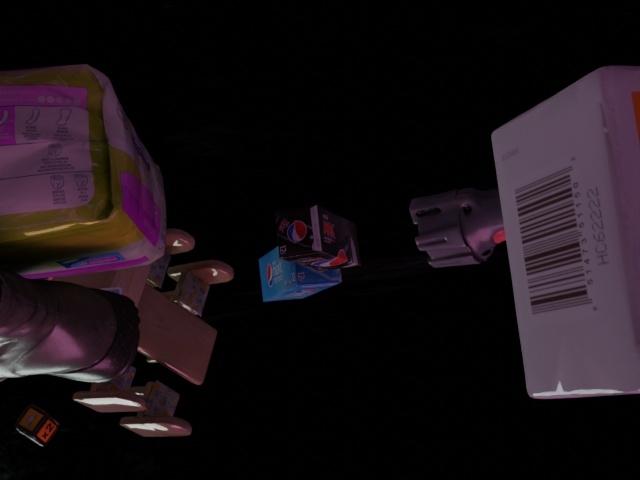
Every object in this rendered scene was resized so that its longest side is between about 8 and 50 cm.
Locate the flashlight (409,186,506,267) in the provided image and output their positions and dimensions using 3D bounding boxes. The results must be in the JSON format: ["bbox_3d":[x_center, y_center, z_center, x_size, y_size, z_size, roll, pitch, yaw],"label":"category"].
[{"bbox_3d":[0.256,-0.025,0.959,0.304,0.103,0.103,-12,172,31],"label":"flashlight"}]

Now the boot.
[{"bbox_3d":[-0.253,0.048,0.570,0.247,0.083,0.161,-8,161,25],"label":"boot"}]

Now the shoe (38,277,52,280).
[{"bbox_3d":[-0.328,0.021,0.827,0.178,0.081,0.063,-16,148,7],"label":"shoe"}]

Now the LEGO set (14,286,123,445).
[{"bbox_3d":[-0.252,0.047,0.724,0.183,0.244,0.060,-6,145,10],"label":"LEGO set"}]

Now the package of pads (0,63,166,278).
[{"bbox_3d":[-0.262,-0.026,0.585,0.297,0.101,0.229,-6,172,-4],"label":"package of pads"}]

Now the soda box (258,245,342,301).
[{"bbox_3d":[-0.034,0.043,1.316,0.067,0.071,0.210,-4,171,-18],"label":"soda box"}]

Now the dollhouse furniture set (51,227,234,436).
[{"bbox_3d":[-0.190,0.079,1.006,0.161,0.212,0.242,-10,144,36],"label":"dollhouse furniture set"}]

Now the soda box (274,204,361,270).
[{"bbox_3d":[0.000,0.000,1.086,0.053,0.060,0.169,-9,171,17],"label":"soda box"}]

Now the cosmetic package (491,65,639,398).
[{"bbox_3d":[0.387,-0.007,0.731,0.453,0.230,0.161,-4,171,-20],"label":"cosmetic package"}]
